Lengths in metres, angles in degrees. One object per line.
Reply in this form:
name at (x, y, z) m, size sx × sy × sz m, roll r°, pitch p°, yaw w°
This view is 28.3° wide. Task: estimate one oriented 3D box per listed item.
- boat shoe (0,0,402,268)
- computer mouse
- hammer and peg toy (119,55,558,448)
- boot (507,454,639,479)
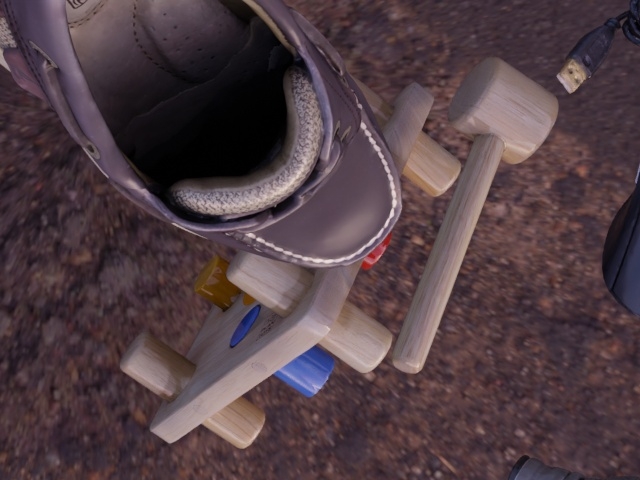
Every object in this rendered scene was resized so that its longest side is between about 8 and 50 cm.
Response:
boat shoe at (-0.038, -0.045, 0.472) m, size 0.103 × 0.092 × 0.285 m, roll -43°, pitch 145°, yaw 2°
computer mouse at (0.243, -0.076, 0.891) m, size 0.184 × 0.060 × 0.262 m, roll 28°, pitch 65°, yaw 15°
hammer and peg toy at (0.000, 0.000, 0.947) m, size 0.127 × 0.361 × 0.266 m, roll 36°, pitch 51°, yaw -13°
boot at (0.230, 0.308, 1.070) m, size 0.161 × 0.083 × 0.247 m, roll 0°, pitch 90°, yaw 30°
